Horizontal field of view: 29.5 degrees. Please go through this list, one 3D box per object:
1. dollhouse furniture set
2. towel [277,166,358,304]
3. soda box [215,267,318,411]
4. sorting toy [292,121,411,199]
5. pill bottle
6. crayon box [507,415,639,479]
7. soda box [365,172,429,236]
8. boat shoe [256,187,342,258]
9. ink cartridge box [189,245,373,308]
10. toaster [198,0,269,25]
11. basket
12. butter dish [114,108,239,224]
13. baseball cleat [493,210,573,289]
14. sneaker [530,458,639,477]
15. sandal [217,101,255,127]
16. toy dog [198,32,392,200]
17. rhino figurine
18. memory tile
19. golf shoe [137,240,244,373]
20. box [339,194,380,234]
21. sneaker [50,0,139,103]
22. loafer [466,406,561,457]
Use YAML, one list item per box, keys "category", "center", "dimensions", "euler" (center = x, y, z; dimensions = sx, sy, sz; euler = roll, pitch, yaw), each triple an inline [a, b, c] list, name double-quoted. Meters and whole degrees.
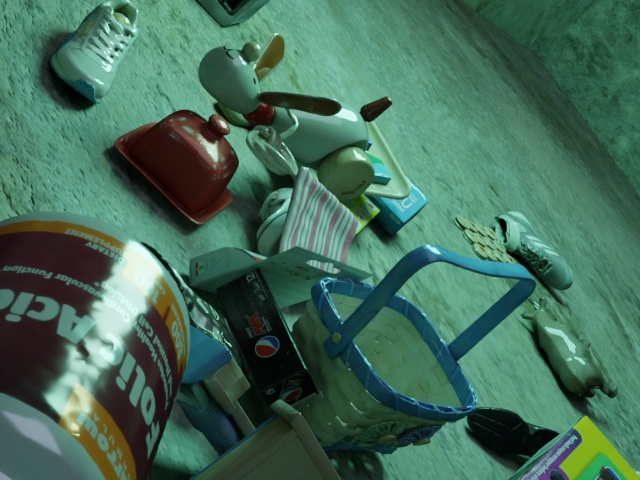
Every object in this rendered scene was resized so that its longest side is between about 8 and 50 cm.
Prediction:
- category: "dollhouse furniture set"
  center: [-0.099, 0.267, 1.140]
  dimensions: [0.286, 0.198, 0.303]
  euler: [60, -16, -20]
- category: "towel"
  center: [0.000, 0.000, 1.648]
  dimensions: [0.197, 0.029, 0.144]
  euler: [42, 56, -60]
- category: "soda box"
  center: [-0.062, 0.113, 1.379]
  dimensions: [0.169, 0.060, 0.053]
  euler: [62, -3, 43]
- category: "sorting toy"
  center: [0.030, -0.147, 1.956]
  dimensions: [0.208, 0.038, 0.193]
  euler: [3, 43, -31]
- category: "pill bottle"
  center: [-0.235, 0.153, 0.882]
  dimensions: [0.224, 0.224, 0.392]
  euler: [40, 23, -13]
- category: "crayon box"
  center: [0.342, 0.424, 1.521]
  dimensions: [0.313, 0.106, 0.363]
  euler: [51, 33, 11]
- category: "soda box"
  center: [0.083, -0.113, 2.079]
  dimensions: [0.071, 0.067, 0.210]
  euler: [-40, 85, -27]
- category: "boat shoe"
  center: [-0.049, -0.030, 1.731]
  dimensions: [0.084, 0.095, 0.258]
  euler: [37, 14, 9]
- category: "ink cartridge box"
  center: [-0.049, 0.033, 1.486]
  dimensions: [0.145, 0.179, 0.045]
  euler: [21, 55, -45]
- category: "toaster"
  center: [-0.161, -0.501, 2.245]
  dimensions: [0.168, 0.185, 0.110]
  euler: [53, 24, -2]
- category: "basket"
  center: [0.100, 0.122, 1.435]
  dimensions: [0.254, 0.289, 0.201]
  euler: [12, 34, -49]
- category: "butter dish"
  center: [-0.166, -0.120, 1.621]
  dimensions: [0.160, 0.118, 0.160]
  euler: [45, 23, -1]
- category: "baseball cleat"
  center: [0.428, 0.027, 2.502]
  dimensions: [0.109, 0.072, 0.206]
  euler: [-9, 52, -47]
- category: "sneaker"
  center: [0.413, 0.398, 1.791]
  dimensions: [0.279, 0.107, 0.118]
  euler: [22, 40, -27]
- category: "sandal"
  center: [-0.101, -0.218, 1.999]
  dimensions: [0.072, 0.049, 0.180]
  euler: [53, 23, 19]
- category: "toy dog"
  center: [-0.012, -0.193, 1.728]
  dimensions: [0.220, 0.161, 0.333]
  euler: [51, 12, 21]
- category: "rhino figurine"
  center: [0.440, 0.188, 2.212]
  dimensions: [0.106, 0.073, 0.243]
  euler: [26, 27, -46]
- category: "memory tile"
  center: [0.327, 0.003, 2.418]
  dimensions: [0.148, 0.012, 0.113]
  euler: [16, 35, -49]
- category: "golf shoe"
  center: [-0.155, 0.089, 1.355]
  dimensions: [0.198, 0.077, 0.094]
  euler: [56, 12, 8]
- category: "box"
  center: [0.033, -0.057, 1.965]
  dimensions: [0.105, 0.043, 0.179]
  euler: [45, 24, 2]
- category: "sneaker"
  center: [-0.305, -0.268, 1.674]
  dimensions: [0.087, 0.092, 0.229]
  euler: [37, 24, -23]
- category: "loafer"
  center: [0.279, 0.286, 1.798]
  dimensions: [0.170, 0.062, 0.061]
  euler: [27, -11, -24]
